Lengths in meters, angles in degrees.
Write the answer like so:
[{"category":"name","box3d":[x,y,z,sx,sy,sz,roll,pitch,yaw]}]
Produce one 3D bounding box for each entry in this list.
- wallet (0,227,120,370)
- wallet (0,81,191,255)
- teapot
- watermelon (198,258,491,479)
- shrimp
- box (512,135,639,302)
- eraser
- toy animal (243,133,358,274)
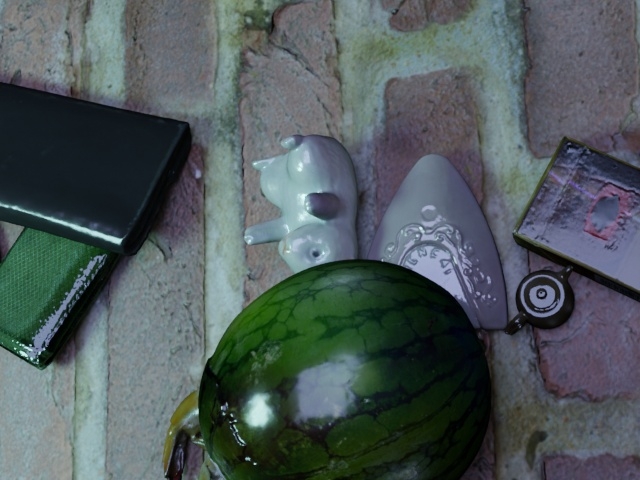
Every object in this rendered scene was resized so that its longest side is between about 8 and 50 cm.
[{"category":"wallet","box3d":[-0.396,0.056,1.837,0.160,0.055,0.236,26,75,23]},{"category":"wallet","box3d":[-0.411,-0.118,1.867,0.406,0.062,0.228,15,61,18]},{"category":"teapot","box3d":[0.283,0.079,1.634,0.121,0.068,0.076,-44,70,3]},{"category":"watermelon","box3d":[0.033,0.188,1.533,0.363,0.363,0.363,-4,74,14]},{"category":"shrimp","box3d":[-0.154,0.303,1.699,0.150,0.068,0.248,8,72,30]},{"category":"box","box3d":[0.391,-0.019,1.634,0.240,0.071,0.159,27,85,20]},{"category":"eraser","box3d":[0.147,0.000,1.698,0.204,0.059,0.243,-2,79,15]},{"category":"toy animal","box3d":[-0.012,-0.009,1.701,0.140,0.138,0.282,-29,57,49]}]
